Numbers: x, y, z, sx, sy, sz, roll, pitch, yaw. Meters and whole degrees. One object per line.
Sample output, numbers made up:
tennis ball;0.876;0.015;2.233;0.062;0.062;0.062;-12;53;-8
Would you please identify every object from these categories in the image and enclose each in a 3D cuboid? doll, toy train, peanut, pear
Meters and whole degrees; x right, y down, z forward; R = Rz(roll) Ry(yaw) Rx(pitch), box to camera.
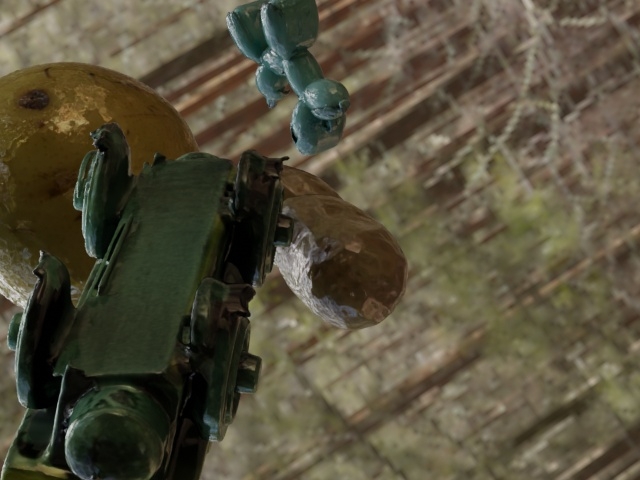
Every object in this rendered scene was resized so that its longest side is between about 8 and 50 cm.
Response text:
doll;-0.022;-0.161;1.528;0.159;0.059;0.158;14;124;60
toy train;-0.113;0.080;1.020;0.369;0.150;0.237;-79;2;-64
peanut;-0.001;0.001;1.262;0.104;0.085;0.228;43;-179;-28
pear;-0.320;-0.064;2.052;0.348;0.348;0.348;51;162;23
